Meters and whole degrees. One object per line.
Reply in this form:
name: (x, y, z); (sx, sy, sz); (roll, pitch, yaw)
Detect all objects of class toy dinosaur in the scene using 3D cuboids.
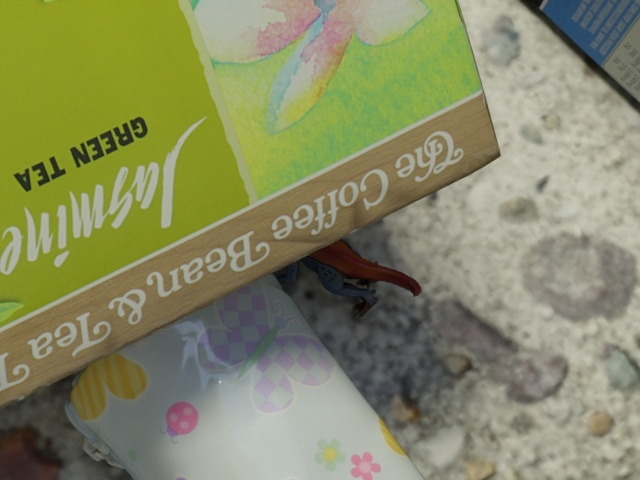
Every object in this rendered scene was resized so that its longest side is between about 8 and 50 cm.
toy dinosaur: (0.000, 0.000, 1.005); (0.082, 0.090, 0.047); (43, 49, -27)

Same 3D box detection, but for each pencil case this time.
pencil case: (-0.005, 0.142, 0.929); (0.124, 0.113, 0.273); (-35, 81, -20)

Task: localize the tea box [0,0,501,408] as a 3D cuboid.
tea box: (-0.141, -0.131, 0.871); (0.329, 0.220, 0.323); (-27, 116, -17)

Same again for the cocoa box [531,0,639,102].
cocoa box: (0.273, -0.260, 1.049); (0.228, 0.231, 0.347); (45, 70, 7)
